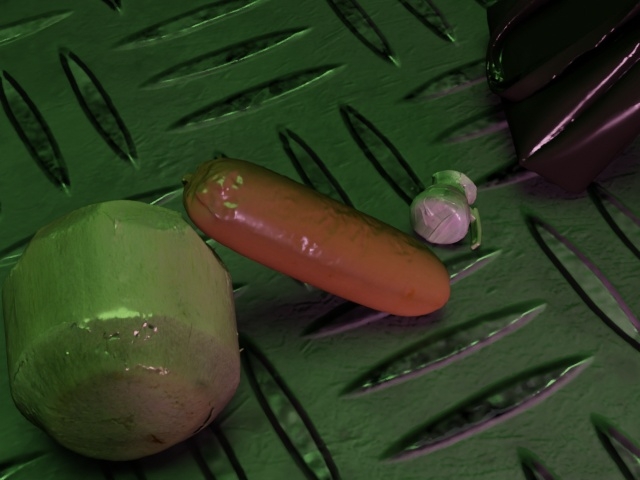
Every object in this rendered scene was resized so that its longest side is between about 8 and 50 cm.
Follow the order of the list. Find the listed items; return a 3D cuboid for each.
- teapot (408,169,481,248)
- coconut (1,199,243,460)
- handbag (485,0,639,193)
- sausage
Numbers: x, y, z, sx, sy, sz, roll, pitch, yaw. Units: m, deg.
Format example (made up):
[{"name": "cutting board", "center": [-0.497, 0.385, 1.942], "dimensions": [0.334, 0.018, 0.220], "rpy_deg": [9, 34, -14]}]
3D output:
[{"name": "teapot", "center": [0.136, -0.031, 1.306], "dimensions": [0.083, 0.064, 0.064], "rpy_deg": [39, 46, -8]}, {"name": "coconut", "center": [-0.177, 0.066, 1.126], "dimensions": [0.224, 0.224, 0.234], "rpy_deg": [-2, 47, 0]}, {"name": "handbag", "center": [0.296, -0.225, 1.348], "dimensions": [0.113, 0.257, 0.285], "rpy_deg": [24, 41, -28]}, {"name": "sausage", "center": [-0.001, 0.000, 1.176], "dimensions": [0.289, 0.086, 0.086], "rpy_deg": [22, 41, -31]}]
